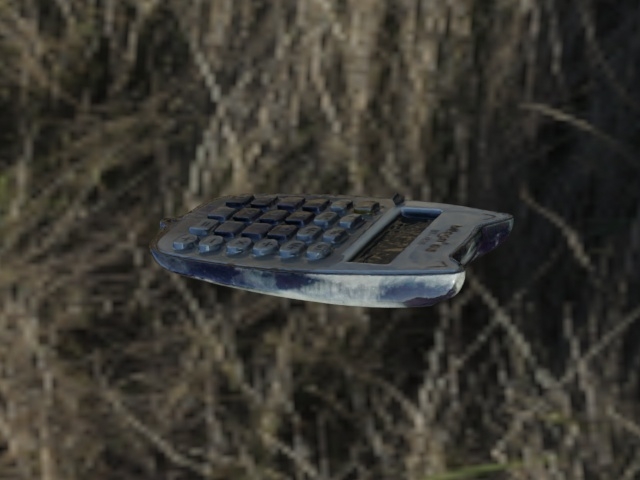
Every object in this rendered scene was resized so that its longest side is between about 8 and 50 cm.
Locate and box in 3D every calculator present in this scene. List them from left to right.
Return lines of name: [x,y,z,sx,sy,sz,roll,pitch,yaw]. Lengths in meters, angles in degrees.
calculator: [0.000,0.000,1.499,0.268,0.177,0.040,9,112,21]
